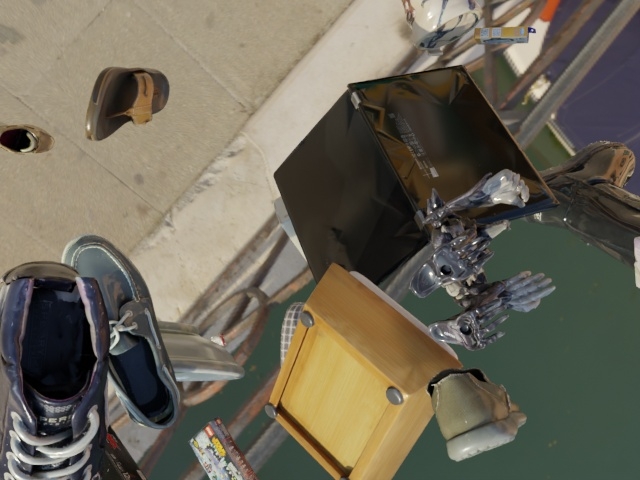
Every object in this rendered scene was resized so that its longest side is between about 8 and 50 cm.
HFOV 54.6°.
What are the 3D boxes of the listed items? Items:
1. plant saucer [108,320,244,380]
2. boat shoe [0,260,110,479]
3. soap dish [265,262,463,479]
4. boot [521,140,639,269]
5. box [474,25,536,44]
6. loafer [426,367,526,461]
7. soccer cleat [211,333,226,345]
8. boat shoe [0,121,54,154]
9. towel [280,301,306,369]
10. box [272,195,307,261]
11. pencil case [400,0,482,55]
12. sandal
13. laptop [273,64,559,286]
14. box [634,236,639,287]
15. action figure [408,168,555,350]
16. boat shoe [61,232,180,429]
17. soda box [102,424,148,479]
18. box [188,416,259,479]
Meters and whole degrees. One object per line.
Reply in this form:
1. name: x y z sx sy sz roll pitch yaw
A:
1. plant saucer: -0.347 0.217 1.205 0.400 0.400 0.101 6 73 -22
2. boat shoe: -0.253 0.183 0.561 0.127 0.158 0.341 -3 85 -29
3. soap dish: 0.045 0.210 0.895 0.118 0.229 0.291 -26 146 -44
4. boot: 0.683 -0.052 1.258 0.367 0.445 0.146 -25 123 -24
5. box: 0.435 -0.482 1.460 0.136 0.081 0.028 7 99 20
6. loafer: 0.173 0.181 0.697 0.094 0.251 0.087 -24 74 7
7. soccer cleat: -0.269 0.263 1.634 0.035 0.083 0.029 -14 96 -14
8. boat shoe: -0.442 -0.147 0.919 0.045 0.135 0.050 24 101 16
9. towel: 0.019 0.272 1.307 0.121 0.235 0.284 15 75 -44
10. box: 0.000 0.000 1.770 0.121 0.148 0.311 -31 124 5
11. pencil case: 0.207 -0.627 1.389 0.159 0.183 0.410 -26 90 -15
12. sandal: -0.245 -0.185 0.835 0.060 0.219 0.090 15 110 7
13. laptop: 0.159 -0.106 1.221 0.407 0.382 0.236 -14 149 -15
14. box: 0.409 0.055 0.568 0.067 0.324 0.063 -11 103 -4
15. action figure: 0.184 0.017 0.704 0.140 0.276 0.164 -20 100 22
16. boat shoe: -0.288 0.139 0.927 0.116 0.099 0.320 -23 104 -25
17. soda box: -0.321 0.306 0.888 0.060 0.169 0.053 -51 147 0
18. box: -0.175 0.397 1.113 0.027 0.094 0.137 -20 68 -49
